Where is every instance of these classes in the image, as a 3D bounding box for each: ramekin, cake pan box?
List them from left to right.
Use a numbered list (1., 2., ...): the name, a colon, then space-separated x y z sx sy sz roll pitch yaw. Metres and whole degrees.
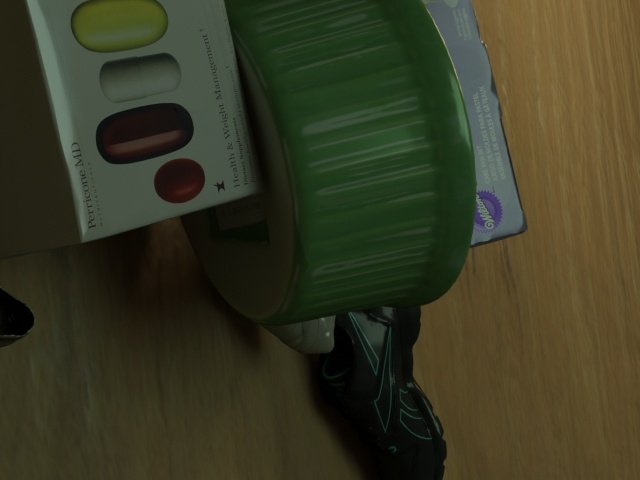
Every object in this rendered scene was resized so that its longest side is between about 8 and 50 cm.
1. ramekin: -0.015 -0.076 1.434 0.148 0.303 0.303 -15 95 -24
2. cake pan box: 0.065 -0.108 1.505 0.070 0.246 0.266 -15 93 -22

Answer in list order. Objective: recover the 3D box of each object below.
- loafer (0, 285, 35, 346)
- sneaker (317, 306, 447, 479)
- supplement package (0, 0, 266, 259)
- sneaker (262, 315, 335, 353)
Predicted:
1. loafer: -0.253 0.038 1.225 0.148 0.050 0.056 26 57 -57
2. sneaker: 0.048 0.152 1.746 0.106 0.101 0.267 -23 110 -33
3. supplement package: -0.174 -0.100 1.281 0.203 0.149 0.194 -20 98 -51
4. sneaker: 0.000 0.000 1.664 0.121 0.099 0.262 49 46 -26
